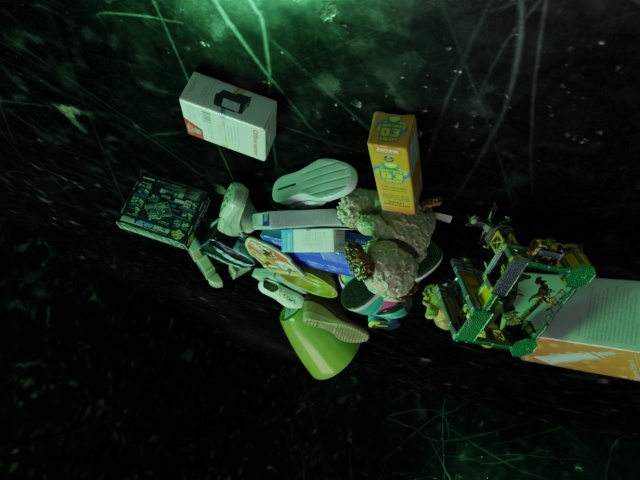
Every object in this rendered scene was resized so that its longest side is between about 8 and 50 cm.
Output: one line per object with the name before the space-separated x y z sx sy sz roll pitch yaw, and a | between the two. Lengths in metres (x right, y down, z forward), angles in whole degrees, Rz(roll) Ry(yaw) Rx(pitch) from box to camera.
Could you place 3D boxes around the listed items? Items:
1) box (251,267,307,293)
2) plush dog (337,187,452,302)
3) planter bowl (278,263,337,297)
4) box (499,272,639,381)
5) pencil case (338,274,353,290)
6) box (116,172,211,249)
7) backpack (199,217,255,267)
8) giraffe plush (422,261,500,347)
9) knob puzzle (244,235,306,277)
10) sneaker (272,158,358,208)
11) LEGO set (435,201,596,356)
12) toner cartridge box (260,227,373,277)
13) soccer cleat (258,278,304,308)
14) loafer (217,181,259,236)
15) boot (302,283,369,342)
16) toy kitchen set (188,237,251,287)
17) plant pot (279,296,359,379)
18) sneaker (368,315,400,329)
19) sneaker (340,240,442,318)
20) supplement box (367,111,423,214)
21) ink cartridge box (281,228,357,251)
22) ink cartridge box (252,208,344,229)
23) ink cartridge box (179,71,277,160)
box | -0.154 0.156 2.057 0.186 0.038 0.145 1 151 44
plush dog | 0.164 0.018 1.156 0.262 0.226 0.210 31 157 -31
planter bowl | -0.028 0.098 1.722 0.217 0.091 0.217 22 160 8
box | 0.640 0.204 1.263 0.345 0.169 0.215 3 153 39
pencil case | 0.113 0.150 1.715 0.104 0.105 0.236 15 157 15
box | -0.455 -0.087 1.552 0.220 0.175 0.051 17 159 7
backpack | -0.284 0.016 1.723 0.173 0.117 0.158 28 157 -18
giraffe plush | 0.351 0.170 1.358 0.170 0.211 0.181 -9 178 12
knob puzzle | -0.157 0.054 1.599 0.213 0.030 0.213 26 158 11
sneaker | 0.001 -0.124 1.193 0.091 0.094 0.258 11 172 -40
LEGO set | 0.402 0.080 1.157 0.254 0.192 0.332 4 128 -10
toner cartridge box | 0.015 0.026 1.534 0.347 0.075 0.165 13 156 19
soccer cleat | -0.146 0.204 2.026 0.196 0.068 0.076 25 156 -4
loafer | -0.217 -0.077 1.465 0.111 0.112 0.319 18 167 -8
boot | 0.063 0.230 1.835 0.248 0.207 0.090 21 133 -6
toy kitchen set | -0.387 0.068 2.026 0.207 0.166 0.122 55 162 12
plant pot | -0.028 0.382 2.230 0.293 0.275 0.274 48 150 -21
sneaker | 0.245 0.307 2.046 0.144 0.059 0.053 14 132 -28
sneaker | 0.218 0.117 1.417 0.295 0.124 0.178 -32 146 22
supplement box | 0.145 -0.140 1.009 0.077 0.080 0.233 10 155 19
ink cartridge box | 0.000 0.000 1.389 0.181 0.062 0.104 -1 180 19
ink cartridge box | -0.040 -0.052 1.314 0.223 0.046 0.223 -2 -179 -18
ink cartridge box | -0.178 -0.243 1.059 0.175 0.073 0.127 20 159 1
